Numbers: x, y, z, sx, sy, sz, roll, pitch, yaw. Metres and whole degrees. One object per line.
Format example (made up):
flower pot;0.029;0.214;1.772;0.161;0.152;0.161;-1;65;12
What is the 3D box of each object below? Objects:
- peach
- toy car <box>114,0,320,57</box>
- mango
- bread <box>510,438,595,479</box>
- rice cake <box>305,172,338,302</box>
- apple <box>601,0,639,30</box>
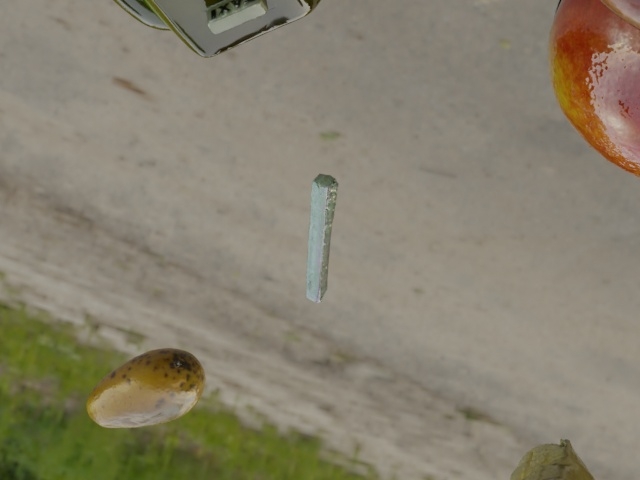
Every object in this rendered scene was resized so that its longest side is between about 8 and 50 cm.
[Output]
peach;0.473;-0.237;1.766;0.370;0.370;0.370;13;159;5
toy car;-0.066;-0.244;1.083;0.247;0.198;0.204;-22;142;15
mango;-0.150;0.129;1.186;0.114;0.057;0.079;-24;157;25
bread;0.212;0.256;1.085;0.060;0.139;0.178;-32;94;23
rice cake;0.000;0.000;1.963;0.033;0.033;0.208;23;126;26
apple;0.374;-0.338;1.236;0.348;0.277;0.348;36;163;12
